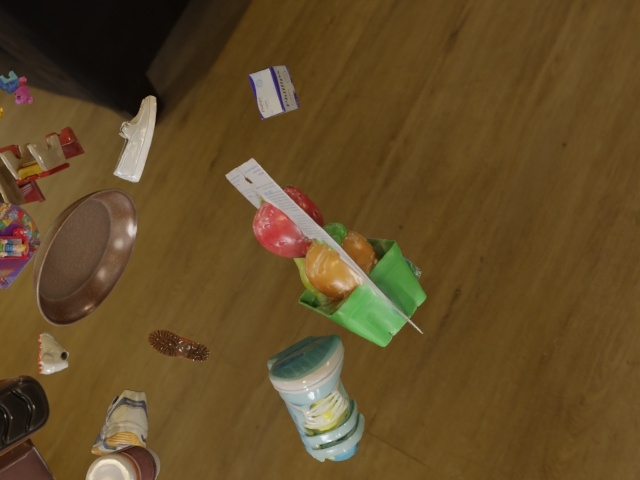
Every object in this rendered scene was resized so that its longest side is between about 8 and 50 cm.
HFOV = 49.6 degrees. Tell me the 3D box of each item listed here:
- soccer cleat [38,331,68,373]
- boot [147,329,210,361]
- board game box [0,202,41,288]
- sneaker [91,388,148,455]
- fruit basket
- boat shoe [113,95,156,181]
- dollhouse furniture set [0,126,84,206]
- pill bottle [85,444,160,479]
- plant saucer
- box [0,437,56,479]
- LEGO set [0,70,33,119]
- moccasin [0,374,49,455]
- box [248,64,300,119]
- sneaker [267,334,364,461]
[{"bbox_3d":[-0.724,0.305,1.875,0.196,0.076,0.068,-139,49,-61],"label":"soccer cleat"},{"bbox_3d":[-0.362,0.265,1.737,0.084,0.157,0.059,-6,61,68],"label":"boot"},{"bbox_3d":[-0.606,0.009,1.348,0.033,0.133,0.169,1,46,27],"label":"board game box"},{"bbox_3d":[-0.431,0.413,1.537,0.296,0.111,0.131,-41,38,55],"label":"sneaker"},{"bbox_3d":[0.000,0.000,1.112,0.165,0.353,0.327,-42,10,-10],"label":"fruit basket"},{"bbox_3d":[-0.389,-0.217,1.446,0.066,0.063,0.184,31,106,65],"label":"boat shoe"},{"bbox_3d":[-0.669,-0.136,1.555,0.374,0.152,0.201,-10,20,28],"label":"dollhouse furniture set"},{"bbox_3d":[-0.332,0.400,1.189,0.086,0.152,0.086,-1,82,8],"label":"pill bottle"},{"bbox_3d":[-0.318,0.017,0.925,0.036,0.198,0.199,24,79,14],"label":"plant saucer"},{"bbox_3d":[-0.681,0.479,1.226,0.381,0.143,0.191,-29,29,-28],"label":"box"},{"bbox_3d":[-0.813,-0.343,1.736,0.227,0.093,0.087,-39,3,-33],"label":"LEGO set"},{"bbox_3d":[-0.577,0.293,0.968,0.147,0.380,0.139,-12,103,34],"label":"moccasin"},{"bbox_3d":[-0.125,-0.409,1.905,0.072,0.137,0.126,-13,101,22],"label":"box"},{"bbox_3d":[0.011,0.263,1.096,0.127,0.319,0.208,-26,88,-6],"label":"sneaker"}]
